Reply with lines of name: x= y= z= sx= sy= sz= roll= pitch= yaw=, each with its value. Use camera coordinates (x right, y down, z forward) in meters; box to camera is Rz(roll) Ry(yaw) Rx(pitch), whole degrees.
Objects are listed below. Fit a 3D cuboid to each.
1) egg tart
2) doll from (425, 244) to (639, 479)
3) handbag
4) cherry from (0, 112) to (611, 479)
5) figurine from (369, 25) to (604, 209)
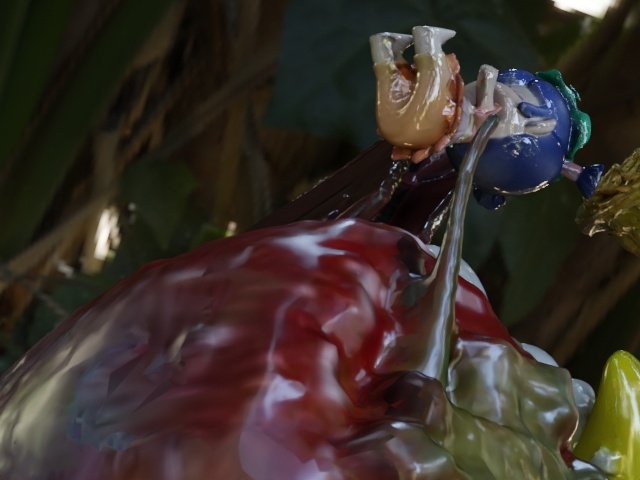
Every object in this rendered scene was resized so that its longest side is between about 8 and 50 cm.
egg tart: x=0.303 y=-0.036 z=1.193 sx=0.212 sy=0.212 sz=0.090 roll=-7 pitch=73 yaw=-55
doll: x=0.126 y=0.146 z=1.005 sx=0.111 sy=0.252 sz=0.237 roll=-7 pitch=16 yaw=-35
handbag: x=0.001 y=0.001 z=1.287 sx=0.084 sy=0.260 sz=0.275 roll=55 pitch=22 yaw=-7
cherry: x=-0.034 y=0.092 z=0.472 sx=0.175 sy=0.250 sz=0.192 roll=51 pitch=27 yaw=-52
figurine: x=0.113 y=-0.084 z=1.098 sx=0.195 sy=0.102 sz=0.111 roll=11 pitch=-7 yaw=-39
